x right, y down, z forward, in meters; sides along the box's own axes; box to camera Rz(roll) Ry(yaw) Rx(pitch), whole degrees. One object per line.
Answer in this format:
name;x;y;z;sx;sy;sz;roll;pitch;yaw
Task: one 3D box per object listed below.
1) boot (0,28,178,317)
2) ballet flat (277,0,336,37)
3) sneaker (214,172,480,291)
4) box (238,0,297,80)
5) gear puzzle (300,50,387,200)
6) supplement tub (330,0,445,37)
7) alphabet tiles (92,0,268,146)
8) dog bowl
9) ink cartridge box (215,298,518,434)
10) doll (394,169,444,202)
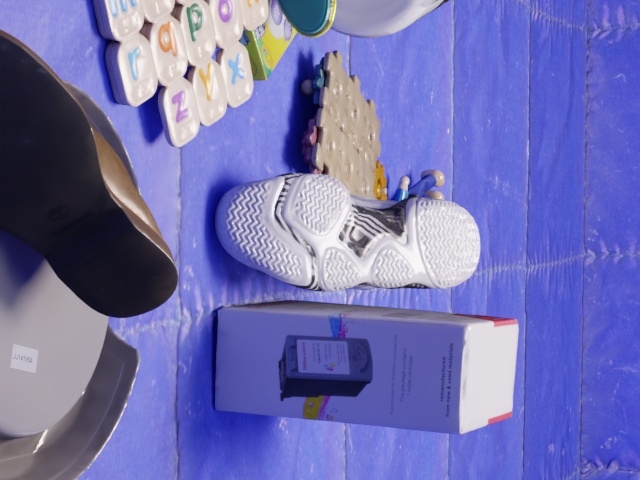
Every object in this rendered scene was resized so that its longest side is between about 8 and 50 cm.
boot;-0.215;-0.068;1.209;0.305;0.112;0.115;59;8;-46
ballet flat;-0.032;-0.346;1.815;0.231;0.077;0.077;66;19;3
sneaker;0.000;0.000;1.923;0.366;0.210;0.137;6;84;-33
box;-0.072;-0.266;1.841;0.179;0.043;0.105;-61;144;-46
gear puzzle;0.037;-0.122;2.125;0.339;0.044;0.175;46;47;-64
supplement tub;0.106;-0.398;2.051;0.338;0.207;0.207;-40;128;-61
alphabet tiles;-0.143;-0.254;1.646;0.284;0.021;0.278;-42;130;-49
dog bowl;-0.269;0.038;1.300;0.349;0.102;0.348;1;90;-67
ink cartridge box;0.058;0.144;1.833;0.226;0.306;0.131;0;92;-68
doll;0.132;-0.041;2.344;0.189;0.046;0.129;-49;145;-48
